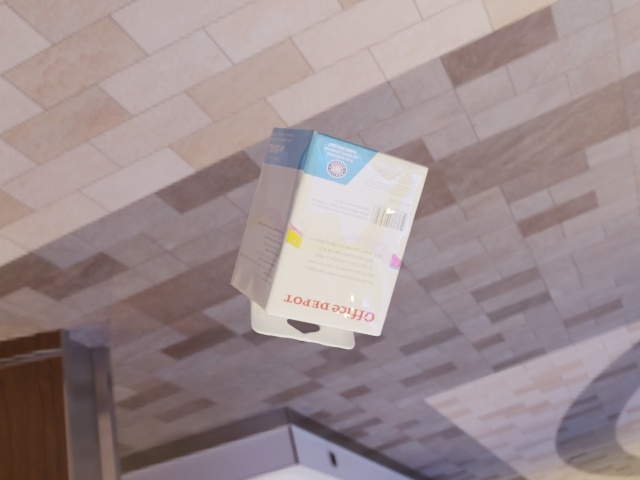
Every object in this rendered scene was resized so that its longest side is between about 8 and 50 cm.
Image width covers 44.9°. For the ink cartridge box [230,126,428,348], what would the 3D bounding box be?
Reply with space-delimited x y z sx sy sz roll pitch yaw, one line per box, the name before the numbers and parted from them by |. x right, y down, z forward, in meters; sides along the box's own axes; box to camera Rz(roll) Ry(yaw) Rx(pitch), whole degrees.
ink cartridge box | 0.000 0.000 0.560 0.092 0.143 0.090 15 -176 -25
